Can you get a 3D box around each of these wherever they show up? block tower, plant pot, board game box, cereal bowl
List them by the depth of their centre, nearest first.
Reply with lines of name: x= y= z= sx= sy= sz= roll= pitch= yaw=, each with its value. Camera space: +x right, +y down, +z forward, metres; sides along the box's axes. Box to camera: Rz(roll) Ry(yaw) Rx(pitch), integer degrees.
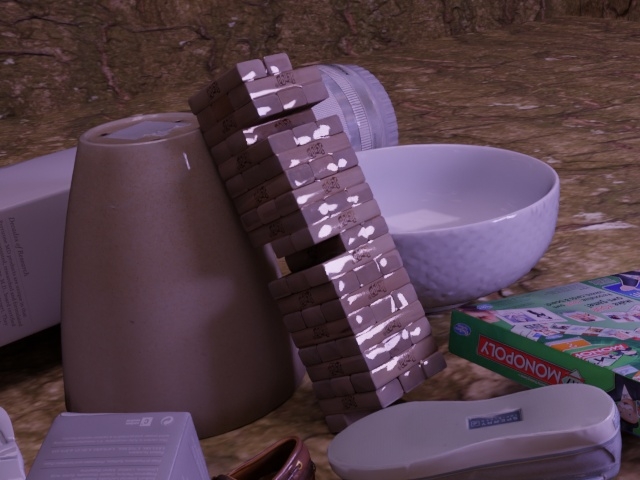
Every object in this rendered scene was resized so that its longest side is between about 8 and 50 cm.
block tower: x=0.000 y=0.000 z=0.814 sx=0.091 sy=0.335 sz=0.097 roll=-24 pitch=2 yaw=-39
board game box: x=0.305 y=0.089 z=0.825 sx=0.317 sy=0.046 sz=0.213 roll=-7 pitch=18 yaw=-38
plant pot: x=-0.156 y=0.018 z=0.902 sx=0.257 sy=0.274 sz=0.256 roll=-6 pitch=20 yaw=2
cereal bowl: x=0.117 y=-0.007 z=1.077 sx=0.339 sy=0.141 sz=0.339 roll=-6 pitch=21 yaw=2

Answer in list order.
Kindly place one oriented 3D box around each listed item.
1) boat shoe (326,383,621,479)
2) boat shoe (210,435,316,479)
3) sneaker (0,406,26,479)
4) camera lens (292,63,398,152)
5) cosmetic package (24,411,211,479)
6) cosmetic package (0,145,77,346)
boat shoe: x=0.120 y=0.173 z=0.692 sx=0.228 sy=0.081 sz=0.079 roll=-12 pitch=23 yaw=16
boat shoe: x=-0.075 y=0.207 z=0.682 sx=0.178 sy=0.060 sz=0.064 roll=-24 pitch=27 yaw=-39
sneaker: x=-0.239 y=0.231 z=0.645 sx=0.090 sy=0.094 sz=0.235 roll=-7 pitch=40 yaw=-15
camera lens: x=-0.044 y=-0.153 z=1.392 sx=0.274 sy=0.219 sz=0.219 roll=-20 pitch=25 yaw=-32
cosmetic package: x=-0.131 y=0.223 z=0.511 sx=0.107 sy=0.127 sz=0.238 roll=-2 pitch=31 yaw=11
cosmetic package: x=-0.348 y=0.007 z=1.021 sx=0.366 sy=0.155 sz=0.197 roll=-25 pitch=26 yaw=-38
